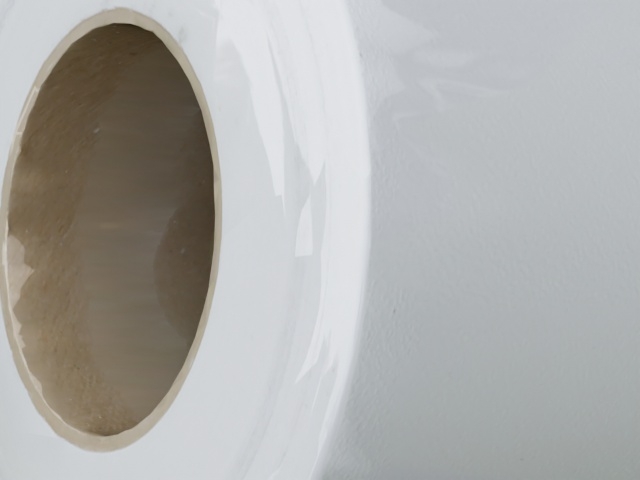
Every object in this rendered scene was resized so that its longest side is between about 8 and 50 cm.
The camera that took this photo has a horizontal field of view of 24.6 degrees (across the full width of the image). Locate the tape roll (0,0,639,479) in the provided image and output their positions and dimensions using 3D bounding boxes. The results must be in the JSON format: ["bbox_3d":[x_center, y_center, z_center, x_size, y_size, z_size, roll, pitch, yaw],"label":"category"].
[{"bbox_3d":[0.000,0.000,0.479,0.169,0.246,0.246,2,23,-38],"label":"tape roll"}]
